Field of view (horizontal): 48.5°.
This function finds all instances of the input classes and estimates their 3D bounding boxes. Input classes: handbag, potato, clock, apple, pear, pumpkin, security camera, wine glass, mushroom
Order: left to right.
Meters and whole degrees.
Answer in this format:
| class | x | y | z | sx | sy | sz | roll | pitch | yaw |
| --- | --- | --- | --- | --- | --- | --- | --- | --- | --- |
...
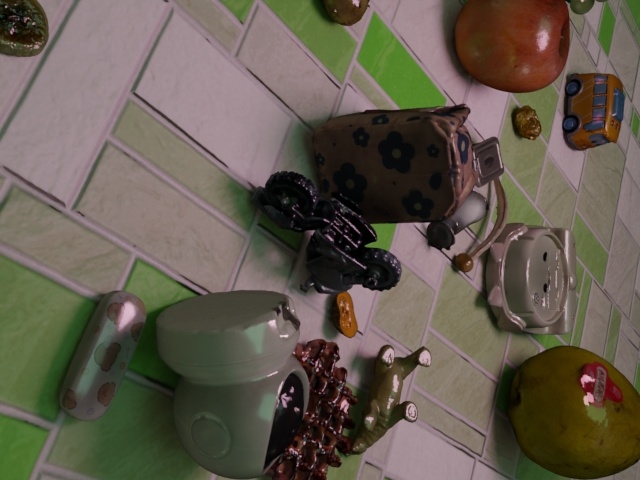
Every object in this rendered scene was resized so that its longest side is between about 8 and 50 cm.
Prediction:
| class | x | y | z | sx | sy | sz | roll | pitch | yaw |
| --- | --- | --- | --- | --- | --- | --- | --- | --- | --- |
| security camera | -0.112 | 0.198 | 0.946 | 0.195 | 0.195 | 0.236 | -16 | 105 | -47 |
| potato | 0.035 | -0.434 | 1.207 | 0.091 | 0.070 | 0.138 | -46 | 121 | -39 |
| pumpkin | 0.037 | 0.127 | 1.222 | 0.050 | 0.028 | 0.083 | 11 | 72 | -49 |
| handbag | 0.140 | -0.138 | 1.192 | 0.193 | 0.252 | 0.190 | -42 | 125 | -51 |
| wine glass | 0.283 | -0.042 | 1.469 | 0.155 | 0.072 | 0.072 | -37 | 115 | -41 |
| mushroom | 0.373 | -0.046 | 1.575 | 0.068 | 0.043 | 0.306 | 42 | 58 | -16 |
| apple | 0.409 | -0.434 | 1.520 | 0.254 | 0.254 | 0.253 | 2 | 87 | -48 |
| clock | 0.489 | 0.090 | 1.658 | 0.324 | 0.109 | 0.265 | 7 | 84 | -47 |
| pear | 0.598 | 0.401 | 1.619 | 0.375 | 0.287 | 0.287 | 23 | 68 | -10 |

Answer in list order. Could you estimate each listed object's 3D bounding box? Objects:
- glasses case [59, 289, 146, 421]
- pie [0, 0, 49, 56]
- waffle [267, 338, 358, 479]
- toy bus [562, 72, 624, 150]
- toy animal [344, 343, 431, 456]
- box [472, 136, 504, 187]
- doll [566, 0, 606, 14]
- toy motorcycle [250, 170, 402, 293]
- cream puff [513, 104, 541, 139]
| class | x | y | z | sx | sy | sz | roll | pitch | yaw |
| --- | --- | --- | --- | --- | --- | --- | --- | --- | --- |
| glasses case | -0.267 | 0.141 | 0.879 | 0.063 | 0.041 | 0.164 | 38 | 61 | -40 |
| pie | -0.351 | -0.251 | 0.815 | 0.084 | 0.021 | 0.084 | 2 | 87 | -48 |
| waffle | -0.025 | 0.279 | 1.132 | 0.221 | 0.055 | 0.234 | -19 | 98 | -46 |
| toy bus | 0.751 | -0.354 | 1.940 | 0.126 | 0.136 | 0.209 | 15 | 79 | -46 |
| toy animal | 0.110 | 0.279 | 1.253 | 0.103 | 0.101 | 0.218 | 28 | 60 | -17 |
| box | 0.339 | -0.169 | 1.537 | 0.122 | 0.062 | 0.089 | -27 | 109 | -44 |
| doll | 0.640 | -0.747 | 1.802 | 0.199 | 0.186 | 0.321 | -29 | 132 | -12 |
| toy motorcycle | 0.000 | 0.000 | 1.120 | 0.270 | 0.159 | 0.106 | 40 | 49 | -21 |
| cream puff | 0.499 | -0.284 | 1.725 | 0.058 | 0.083 | 0.083 | -19 | 122 | -1 |
